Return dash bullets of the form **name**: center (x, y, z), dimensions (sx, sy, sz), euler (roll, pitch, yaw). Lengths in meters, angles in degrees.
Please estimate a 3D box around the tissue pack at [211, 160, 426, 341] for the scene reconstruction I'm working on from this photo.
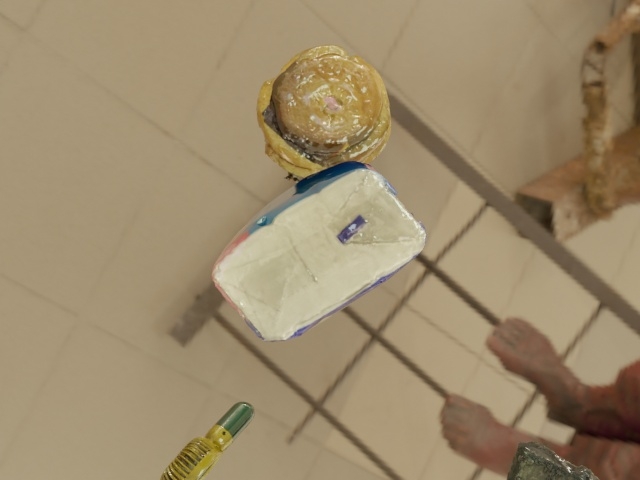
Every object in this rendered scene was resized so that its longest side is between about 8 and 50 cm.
- **tissue pack**: center (0.000, 0.000, 1.365), dimensions (0.209, 0.270, 0.137), euler (-32, 92, 4)

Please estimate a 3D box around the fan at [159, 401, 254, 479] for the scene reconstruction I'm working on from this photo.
- **fan**: center (-0.136, 0.251, 1.507), dimensions (0.155, 0.039, 0.082), euler (-45, 171, -36)

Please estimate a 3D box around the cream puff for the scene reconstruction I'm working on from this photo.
- **cream puff**: center (0.004, -0.161, 1.673), dimensions (0.189, 0.189, 0.129), euler (-55, 174, -15)

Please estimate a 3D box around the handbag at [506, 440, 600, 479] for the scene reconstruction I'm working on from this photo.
- **handbag**: center (0.335, 0.382, 1.563), dimensions (0.175, 0.270, 0.088), euler (-63, 168, 16)
